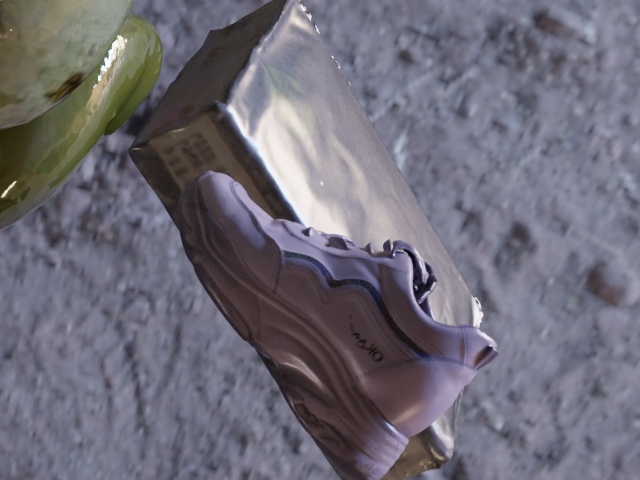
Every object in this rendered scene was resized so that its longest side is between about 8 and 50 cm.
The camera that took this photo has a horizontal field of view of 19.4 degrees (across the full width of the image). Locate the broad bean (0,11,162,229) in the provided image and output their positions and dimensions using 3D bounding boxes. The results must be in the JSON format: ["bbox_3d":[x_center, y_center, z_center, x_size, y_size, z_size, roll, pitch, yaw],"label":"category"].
[{"bbox_3d":[-0.207,-0.103,1.365,0.121,0.189,0.263,49,24,-7],"label":"broad bean"}]

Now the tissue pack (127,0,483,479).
[{"bbox_3d":[0.000,0.000,1.727,0.394,0.124,0.288,59,24,-18],"label":"tissue pack"}]

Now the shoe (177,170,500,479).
[{"bbox_3d":[0.007,0.034,1.265,0.137,0.095,0.245,-35,72,-3],"label":"shoe"}]

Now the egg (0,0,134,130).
[{"bbox_3d":[-0.245,-0.248,1.147,0.287,0.287,0.379,-15,89,-27],"label":"egg"}]
